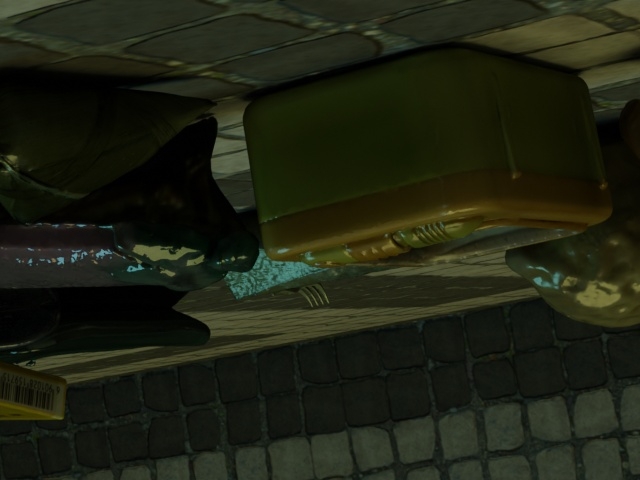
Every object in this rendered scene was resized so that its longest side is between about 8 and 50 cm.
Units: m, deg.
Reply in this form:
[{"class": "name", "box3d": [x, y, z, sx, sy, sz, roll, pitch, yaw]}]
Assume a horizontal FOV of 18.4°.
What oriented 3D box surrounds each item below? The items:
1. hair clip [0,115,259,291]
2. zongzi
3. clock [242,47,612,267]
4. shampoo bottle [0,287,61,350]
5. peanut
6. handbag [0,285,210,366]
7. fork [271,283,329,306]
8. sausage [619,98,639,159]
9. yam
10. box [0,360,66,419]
[{"class": "hair clip", "box3d": [-0.212, -0.004, 1.055, 0.358, 0.096, 0.110, -6, -159, 0]}, {"class": "zongzi", "box3d": [-0.104, -0.055, 0.898, 0.113, 0.052, 0.104, -22, 169, -2]}, {"class": "clock", "box3d": [0.061, -0.039, 1.064, 0.143, 0.096, 0.202, -16, 173, 27]}, {"class": "shampoo bottle", "box3d": [-0.235, 0.052, 1.320, 0.087, 0.049, 0.233, -5, 177, -22]}, {"class": "peanut", "box3d": [0.249, -0.014, 1.425, 0.291, 0.143, 0.159, 7, 130, -53]}, {"class": "handbag", "box3d": [-0.253, 0.065, 1.664, 0.260, 0.079, 0.247, -10, 173, 33]}, {"class": "fork", "box3d": [-0.046, 0.051, 2.160, 0.034, 0.028, 0.219, -3, 173, 23]}, {"class": "sausage", "box3d": [0.412, -0.078, 1.112, 0.500, 0.123, 0.136, -8, -157, -16]}, {"class": "yam", "box3d": [0.000, 0.000, 1.490, 0.169, 0.068, 0.068, -13, 173, 25]}, {"class": "box", "box3d": [-0.331, 0.103, 1.508, 0.152, 0.043, 0.269, -4, 166, 27]}]
